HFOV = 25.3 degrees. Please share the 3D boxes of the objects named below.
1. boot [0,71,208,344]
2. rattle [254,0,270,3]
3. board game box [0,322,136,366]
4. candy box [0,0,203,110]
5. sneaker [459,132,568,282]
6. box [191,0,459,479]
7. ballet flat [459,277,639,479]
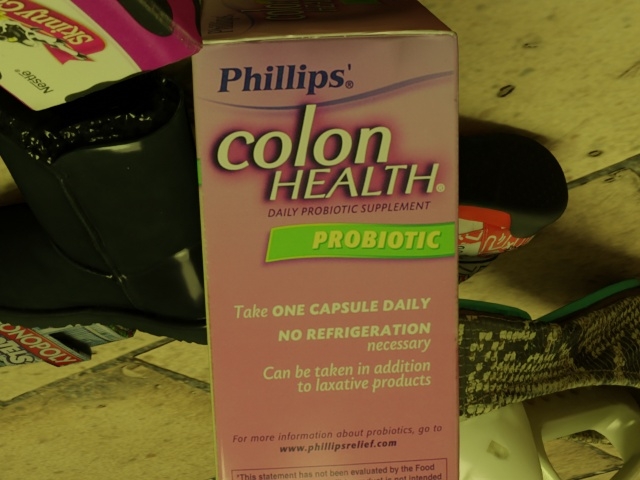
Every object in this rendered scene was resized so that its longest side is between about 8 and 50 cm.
[{"bbox_3d":[-0.167,-0.034,0.905,0.247,0.094,0.207,8,142,26],"label":"boot"},{"bbox_3d":[0.022,-0.188,0.686,0.200,0.142,0.130,-10,-170,-23],"label":"rattle"},{"bbox_3d":[-0.225,0.049,1.091,0.194,0.060,0.194,-12,152,18],"label":"board game box"},{"bbox_3d":[-0.109,-0.181,0.448,0.071,0.233,0.159,-16,151,22],"label":"candy box"},{"bbox_3d":[0.020,-0.023,0.948,0.270,0.090,0.145,9,148,-30],"label":"sneaker"},{"bbox_3d":[0.000,0.000,0.734,0.117,0.242,0.213,-3,-165,-2],"label":"box"},{"bbox_3d":[0.139,0.126,1.030,0.164,0.182,0.483,-34,159,36],"label":"ballet flat"}]
